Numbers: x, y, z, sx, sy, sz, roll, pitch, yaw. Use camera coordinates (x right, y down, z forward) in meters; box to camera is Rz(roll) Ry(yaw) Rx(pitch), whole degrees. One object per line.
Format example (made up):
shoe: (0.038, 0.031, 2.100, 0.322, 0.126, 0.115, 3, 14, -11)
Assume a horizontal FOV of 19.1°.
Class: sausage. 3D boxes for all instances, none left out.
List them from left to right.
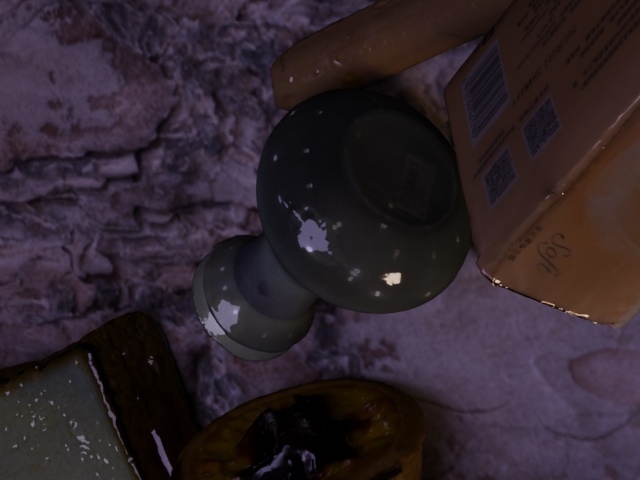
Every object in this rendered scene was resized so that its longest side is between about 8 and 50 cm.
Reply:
sausage: (0.078, -0.166, 1.458, 0.301, 0.066, 0.065, -18, 93, 38)

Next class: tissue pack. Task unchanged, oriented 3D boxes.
tissue pack: (0.258, -0.108, 1.274, 0.238, 0.238, 0.305, 48, 126, 14)

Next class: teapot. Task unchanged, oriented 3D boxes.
teapot: (0.000, 0.000, 1.514, 0.183, 0.183, 0.251, 57, 140, 7)

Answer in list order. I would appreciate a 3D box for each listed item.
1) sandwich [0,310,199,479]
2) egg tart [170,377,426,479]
sandwich: (-0.226, 0.217, 1.784, 0.273, 0.095, 0.249, -20, 92, 39)
egg tart: (-0.003, 0.215, 1.565, 0.215, 0.215, 0.170, 2, 120, 36)
